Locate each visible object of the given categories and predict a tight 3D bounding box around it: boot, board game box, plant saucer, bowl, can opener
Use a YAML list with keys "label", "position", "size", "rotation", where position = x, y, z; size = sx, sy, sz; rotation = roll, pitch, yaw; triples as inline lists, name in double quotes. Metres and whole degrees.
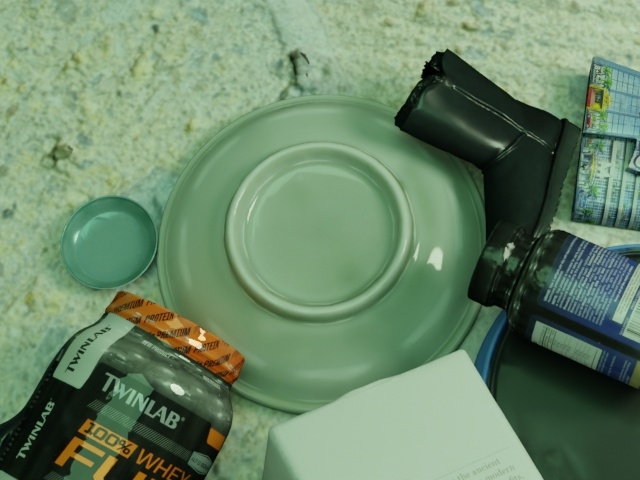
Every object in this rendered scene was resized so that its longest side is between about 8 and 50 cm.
- label: "boot"
  position: [0.175, -0.088, 1.685]
  size: [0.207, 0.094, 0.246]
  rotation: [27, 58, -6]
- label: "board game box"
  position: [0.405, -0.109, 1.733]
  size: [0.194, 0.060, 0.194]
  rotation: [7, 73, 8]
- label: "plant saucer"
  position: [0.000, 0.000, 1.709]
  size: [0.400, 0.100, 0.400]
  rotation: [-1, 72, 4]
- label: "bowl"
  position: [0.354, 0.183, 1.589]
  size: [0.391, 0.077, 0.391]
  rotation: [-2, 68, 4]
- label: "plant saucer"
  position: [-0.253, 0.005, 1.766]
  size: [0.119, 0.021, 0.119]
  rotation: [-2, 71, 6]
- label: "can opener"
  position: [-0.319, 0.196, 1.695]
  size: [0.073, 0.059, 0.186]
  rotation: [14, 61, 36]

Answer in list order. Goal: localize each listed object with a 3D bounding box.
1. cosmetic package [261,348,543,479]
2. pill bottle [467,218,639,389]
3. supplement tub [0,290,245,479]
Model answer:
- label: "cosmetic package"
  position: [0.140, 0.360, 1.435]
  size: [0.230, 0.161, 0.453]
  rotation: [-20, 63, -19]
- label: "pill bottle"
  position: [0.272, 0.062, 1.536]
  size: [0.219, 0.123, 0.123]
  rotation: [25, 75, 14]
- label: "supplement tub"
  position: [-0.230, 0.239, 1.586]
  size: [0.207, 0.207, 0.338]
  rotation: [25, 78, 12]
